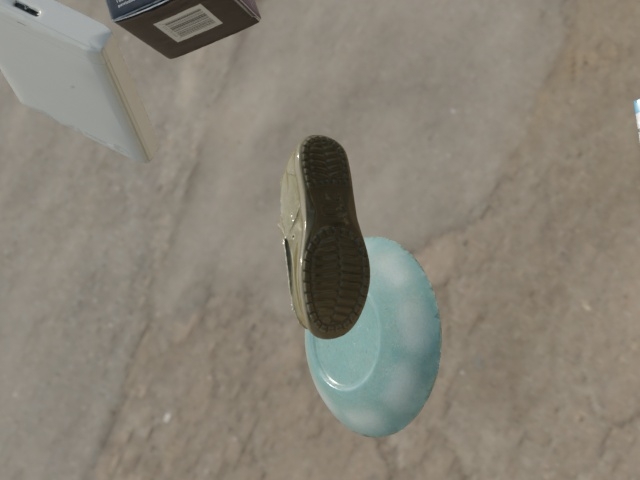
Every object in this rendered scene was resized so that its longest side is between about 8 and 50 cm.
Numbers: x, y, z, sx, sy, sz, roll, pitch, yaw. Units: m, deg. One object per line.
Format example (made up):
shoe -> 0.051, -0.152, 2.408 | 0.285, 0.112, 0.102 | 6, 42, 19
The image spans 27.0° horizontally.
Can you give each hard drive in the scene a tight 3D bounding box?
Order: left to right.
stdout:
hard drive -> -0.309, -0.205, 1.585 | 0.040, 0.203, 0.307 | -60, -12, -16

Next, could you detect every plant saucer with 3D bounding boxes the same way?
plant saucer -> 0.036, 0.092, 1.273 | 0.195, 0.037, 0.194 | -5, 84, 50

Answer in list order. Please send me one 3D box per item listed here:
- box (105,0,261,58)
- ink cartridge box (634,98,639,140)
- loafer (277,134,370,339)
box -> -0.156, -0.301, 1.285 | 0.108, 0.153, 0.207 | -21, 80, 11
ink cartridge box -> 0.374, -0.120, 1.450 | 0.048, 0.028, 0.083 | -24, 61, 45
loafer -> 0.000, 0.000, 0.950 | 0.050, 0.056, 0.148 | 148, 124, -62
